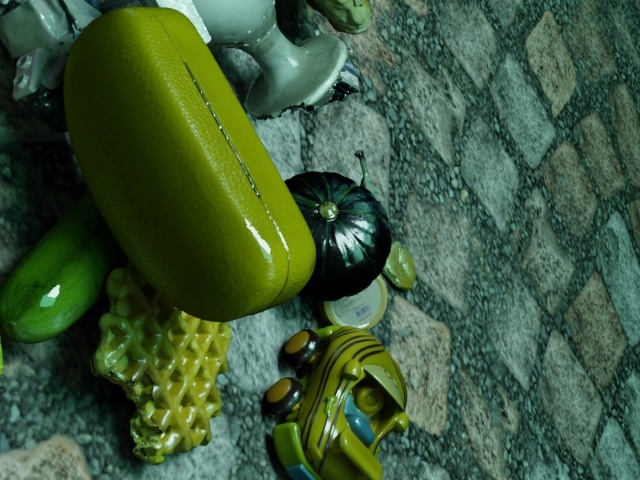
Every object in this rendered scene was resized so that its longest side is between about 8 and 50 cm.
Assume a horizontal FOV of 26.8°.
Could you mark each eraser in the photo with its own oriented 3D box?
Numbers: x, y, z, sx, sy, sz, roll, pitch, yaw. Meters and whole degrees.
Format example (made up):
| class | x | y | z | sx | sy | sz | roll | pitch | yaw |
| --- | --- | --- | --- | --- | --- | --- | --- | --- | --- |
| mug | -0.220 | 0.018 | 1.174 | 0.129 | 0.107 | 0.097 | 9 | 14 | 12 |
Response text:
| class | x | y | z | sx | sy | sz | roll | pitch | yaw |
| --- | --- | --- | --- | --- | --- | --- | --- | --- | --- |
| eraser | -0.209 | -0.264 | 1.640 | 0.046 | 0.212 | 0.092 | -34 | 106 | -22 |

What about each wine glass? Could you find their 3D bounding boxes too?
| class | x | y | z | sx | sy | sz | roll | pitch | yaw |
| --- | --- | --- | --- | --- | --- | --- | --- | --- | --- |
| wine glass | -0.125 | -0.326 | 1.796 | 0.357 | 0.190 | 0.190 | 47 | 42 | -30 |

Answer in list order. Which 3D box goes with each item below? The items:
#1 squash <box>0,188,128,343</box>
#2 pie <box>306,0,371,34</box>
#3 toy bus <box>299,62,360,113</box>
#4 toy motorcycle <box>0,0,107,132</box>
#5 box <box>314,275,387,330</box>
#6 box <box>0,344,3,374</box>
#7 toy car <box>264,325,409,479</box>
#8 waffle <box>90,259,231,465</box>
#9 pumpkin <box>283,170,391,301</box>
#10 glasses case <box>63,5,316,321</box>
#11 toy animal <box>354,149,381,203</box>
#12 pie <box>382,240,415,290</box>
| class | x | y | z | sx | sy | sz | roll | pitch | yaw |
| --- | --- | --- | --- | --- | --- | --- | --- | --- | --- |
| squash | -0.255 | -0.004 | 1.551 | 0.101 | 0.101 | 0.379 | 58 | 36 | -21 |
| pie | -0.039 | -0.409 | 1.951 | 0.306 | 0.071 | 0.306 | 42 | 6 | -5 |
| toy bus | 0.006 | -0.235 | 2.018 | 0.052 | 0.102 | 0.058 | 25 | 54 | -48 |
| toy motorcycle | -0.337 | -0.259 | 1.545 | 0.204 | 0.108 | 0.239 | 44 | 20 | -43 |
| box | 0.045 | 0.082 | 1.944 | 0.105 | 0.037 | 0.105 | -2 | 96 | -23 |
| box | -0.423 | -0.024 | 1.367 | 0.187 | 0.047 | 0.335 | 8 | 70 | -54 |
| toy car | 0.041 | 0.226 | 1.828 | 0.200 | 0.142 | 0.248 | 49 | 43 | -33 |
| waffle | -0.180 | 0.132 | 1.577 | 0.291 | 0.051 | 0.291 | 1 | 90 | -66 |
| pumpkin | 0.003 | -0.006 | 1.857 | 0.194 | 0.194 | 0.150 | -63 | 156 | -46 |
| glasses case | -0.163 | -0.077 | 1.478 | 0.141 | 0.173 | 0.371 | -16 | 73 | -49 |
| toy animal | 0.056 | -0.012 | 2.023 | 0.176 | 0.073 | 0.217 | 59 | 31 | -30 |
| pie | 0.124 | 0.041 | 2.137 | 0.084 | 0.020 | 0.084 | 29 | 52 | -44 |
